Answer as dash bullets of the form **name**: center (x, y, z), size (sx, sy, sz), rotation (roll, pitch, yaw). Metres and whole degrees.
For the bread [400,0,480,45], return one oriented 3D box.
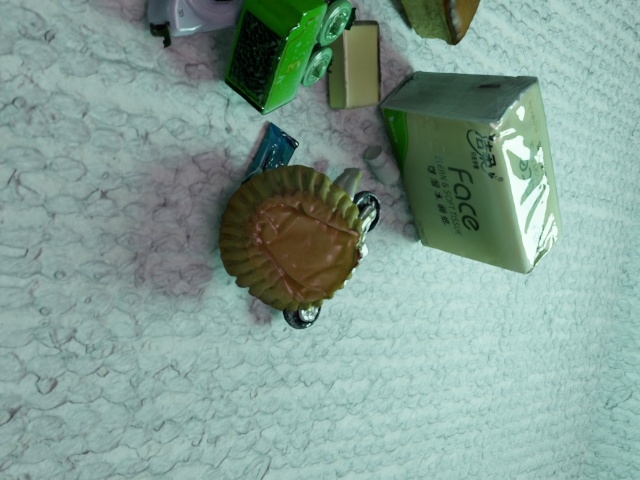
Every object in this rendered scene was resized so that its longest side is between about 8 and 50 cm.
- **bread**: center (0.268, -0.638, 1.450), size (0.324, 0.143, 0.332), rotation (36, 73, -62)

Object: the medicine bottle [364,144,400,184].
- **medicine bottle**: center (0.138, -0.168, 1.535), size (0.089, 0.052, 0.052), rotation (48, 65, -42)

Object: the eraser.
- **eraser**: center (0.069, -0.360, 1.410), size (0.117, 0.058, 0.172), rotation (-20, 113, -43)

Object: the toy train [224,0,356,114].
- **toy train**: center (-0.057, -0.343, 1.175), size (0.188, 0.132, 0.243), rotation (-38, 163, -40)

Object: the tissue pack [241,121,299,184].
- **tissue pack**: center (-0.092, -0.148, 1.317), size (0.085, 0.028, 0.137), rotation (36, 70, -45)

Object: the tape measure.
- **tape measure**: center (-0.188, -0.415, 1.090), size (0.196, 0.105, 0.178), rotation (-30, 120, -37)

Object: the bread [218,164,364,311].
- **bread**: center (-0.051, -0.004, 1.231), size (0.149, 0.274, 0.273), rotation (-163, -94, -88)

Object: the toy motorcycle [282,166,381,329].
- **toy motorcycle**: center (0.000, 0.000, 1.395), size (0.340, 0.108, 0.223), rotation (-54, 130, -21)

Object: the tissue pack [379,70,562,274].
- **tissue pack**: center (0.342, -0.157, 1.552), size (0.205, 0.332, 0.404), rotation (-43, 128, -26)
